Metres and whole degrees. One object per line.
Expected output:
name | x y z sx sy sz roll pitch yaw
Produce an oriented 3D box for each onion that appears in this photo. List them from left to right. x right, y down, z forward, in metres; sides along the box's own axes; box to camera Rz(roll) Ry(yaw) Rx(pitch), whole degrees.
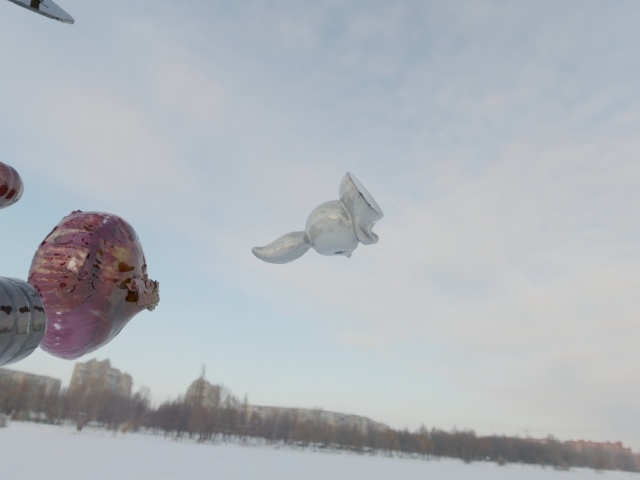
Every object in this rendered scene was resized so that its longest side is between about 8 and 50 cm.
onion | -0.327 0.071 0.706 0.163 0.230 0.230 20 -25 -3

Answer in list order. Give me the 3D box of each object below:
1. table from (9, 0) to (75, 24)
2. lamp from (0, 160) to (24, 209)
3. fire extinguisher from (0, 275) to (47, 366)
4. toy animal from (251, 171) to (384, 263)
table | -0.604 -0.631 0.909 0.317 0.317 0.249 26 -70 -39
lamp | -0.513 -0.086 0.717 0.101 0.090 0.101 -6 -15 -2
fire extinguisher | -0.256 0.036 0.243 0.072 0.089 0.268 9 -7 5
toy animal | 0.002 -0.001 0.791 0.220 0.104 0.131 -38 -81 9
